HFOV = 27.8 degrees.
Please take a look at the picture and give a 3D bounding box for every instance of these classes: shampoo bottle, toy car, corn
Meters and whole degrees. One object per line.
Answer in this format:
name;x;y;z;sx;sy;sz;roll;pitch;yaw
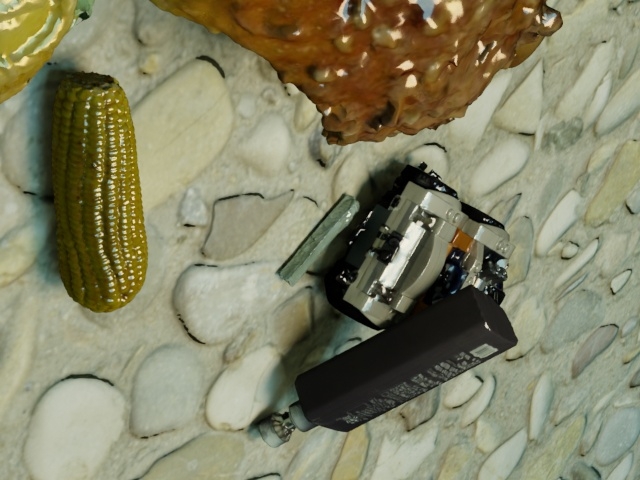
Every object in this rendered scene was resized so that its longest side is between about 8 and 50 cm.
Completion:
shampoo bottle;0.064;0.155;1.451;0.309;0.071;0.098;-31;154;18
toy car;0.135;0.031;1.516;0.301;0.118;0.193;28;92;-55
corn;-0.191;-0.040;1.122;0.080;0.080;0.231;-24;132;-36

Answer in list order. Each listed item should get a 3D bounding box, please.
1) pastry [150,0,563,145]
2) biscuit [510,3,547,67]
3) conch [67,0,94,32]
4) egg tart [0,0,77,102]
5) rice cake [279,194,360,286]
pastry;0.041;-0.274;1.024;0.337;0.292;0.405;-43;138;11
biscuit;0.219;-0.337;1.377;0.237;0.062;0.291;-53;145;-6
conch;-0.230;-0.179;0.973;0.200;0.079;0.095;-30;145;-2
egg tart;-0.236;-0.173;0.827;0.231;0.098;0.252;-21;131;-38
rice cake;0.000;0.000;1.414;0.121;0.021;0.022;-50;153;-10
